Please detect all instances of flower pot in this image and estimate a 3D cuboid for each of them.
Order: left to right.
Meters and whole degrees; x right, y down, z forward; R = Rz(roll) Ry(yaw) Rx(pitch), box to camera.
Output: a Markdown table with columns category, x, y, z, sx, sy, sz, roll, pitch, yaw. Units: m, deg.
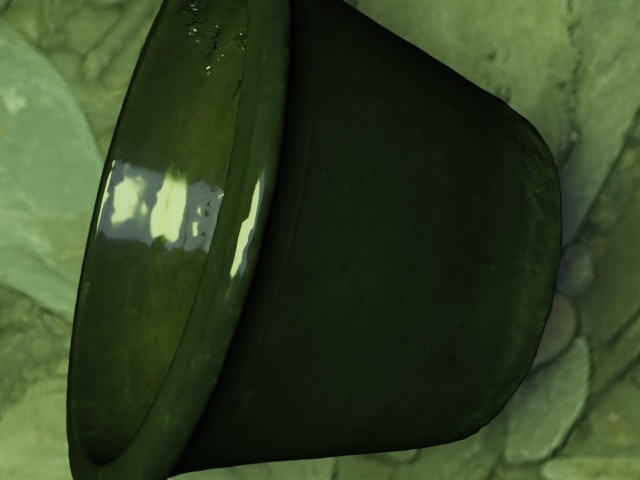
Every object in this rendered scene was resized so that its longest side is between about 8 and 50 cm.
| category | x | y | z | sx | sy | sz | roll | pitch | yaw |
| --- | --- | --- | --- | --- | --- | --- | --- | --- | --- |
| flower pot | 0.000 | 0.000 | 0.522 | 0.148 | 0.235 | 0.235 | 12 | 90 | -20 |
